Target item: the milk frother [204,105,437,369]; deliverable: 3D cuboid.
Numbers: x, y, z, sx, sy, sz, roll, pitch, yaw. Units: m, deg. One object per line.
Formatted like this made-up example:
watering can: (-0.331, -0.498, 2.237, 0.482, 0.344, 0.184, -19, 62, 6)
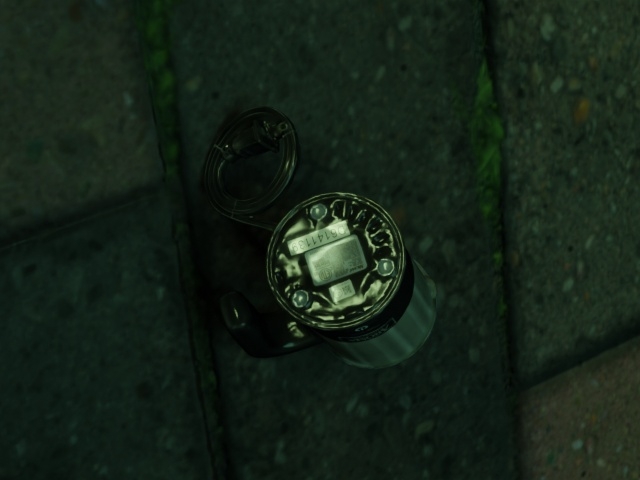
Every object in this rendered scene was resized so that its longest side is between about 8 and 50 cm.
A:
milk frother: (0.000, 0.000, 1.021, 0.135, 0.129, 0.143, 53, 35, -71)
